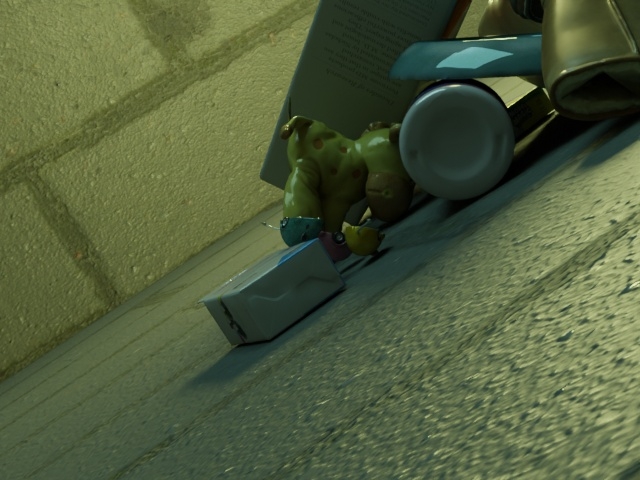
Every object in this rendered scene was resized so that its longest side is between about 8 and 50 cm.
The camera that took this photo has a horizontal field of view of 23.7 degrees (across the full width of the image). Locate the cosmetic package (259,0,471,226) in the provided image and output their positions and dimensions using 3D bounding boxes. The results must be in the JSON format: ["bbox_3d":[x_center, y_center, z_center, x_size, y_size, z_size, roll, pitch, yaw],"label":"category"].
[{"bbox_3d":[0.082,-0.261,2.001,0.230,0.161,0.453,-58,-6,-43],"label":"cosmetic package"}]

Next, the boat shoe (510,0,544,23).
[{"bbox_3d":[0.373,-0.300,1.730,0.324,0.123,0.116,-14,39,-16],"label":"boat shoe"}]

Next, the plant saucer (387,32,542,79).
[{"bbox_3d":[0.234,-0.213,1.736,0.317,0.044,0.317,-3,9,1],"label":"plant saucer"}]

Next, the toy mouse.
[{"bbox_3d":[0.000,0.000,1.673,0.143,0.031,0.161,5,-9,14],"label":"toy mouse"}]

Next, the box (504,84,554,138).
[{"bbox_3d":[0.207,-0.130,1.949,0.179,0.043,0.105,-38,7,-38],"label":"box"}]

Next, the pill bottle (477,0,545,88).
[{"bbox_3d":[0.341,-0.378,1.900,0.210,0.210,0.363,-38,-21,-47],"label":"pill bottle"}]

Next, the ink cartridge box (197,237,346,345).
[{"bbox_3d":[-0.055,0.058,1.620,0.104,0.062,0.181,-34,6,-19],"label":"ink cartridge box"}]

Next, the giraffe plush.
[{"bbox_3d":[0.048,-0.079,1.881,0.170,0.210,0.181,-2,7,8],"label":"giraffe plush"}]

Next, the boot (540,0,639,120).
[{"bbox_3d":[0.332,-0.227,1.548,0.236,0.089,0.269,-14,34,9],"label":"boot"}]

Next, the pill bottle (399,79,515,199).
[{"bbox_3d":[0.152,-0.118,1.694,0.124,0.124,0.221,-32,4,9],"label":"pill bottle"}]
